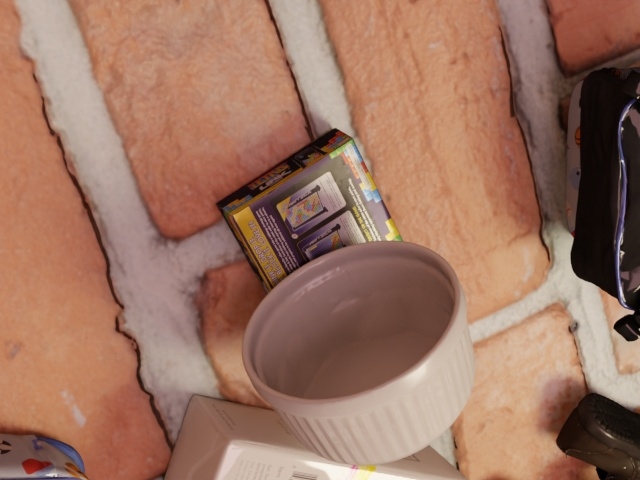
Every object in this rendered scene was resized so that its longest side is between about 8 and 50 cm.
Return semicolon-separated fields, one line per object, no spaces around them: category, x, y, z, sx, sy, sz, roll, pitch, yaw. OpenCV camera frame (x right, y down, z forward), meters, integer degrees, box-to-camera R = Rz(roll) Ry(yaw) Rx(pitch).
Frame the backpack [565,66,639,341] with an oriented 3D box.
backpack;0.384;-0.068;1.346;0.263;0.213;0.277;-7;116;-13

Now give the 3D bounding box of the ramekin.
ramekin;0.042;0.107;1.204;0.207;0.207;0.109;-32;126;-12

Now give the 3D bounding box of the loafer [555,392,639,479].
loafer;0.349;0.241;1.516;0.220;0.080;0.078;32;125;-30

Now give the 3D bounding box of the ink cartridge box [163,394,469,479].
ink cartridge box;0.014;0.299;1.349;0.353;0.119;0.207;16;99;-26

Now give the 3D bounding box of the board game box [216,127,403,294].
board game box;0.000;0.000;1.287;0.141;0.048;0.170;-32;117;-9

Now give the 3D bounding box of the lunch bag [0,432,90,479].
lunch bag;-0.357;0.295;1.189;0.303;0.115;0.243;5;107;-26
